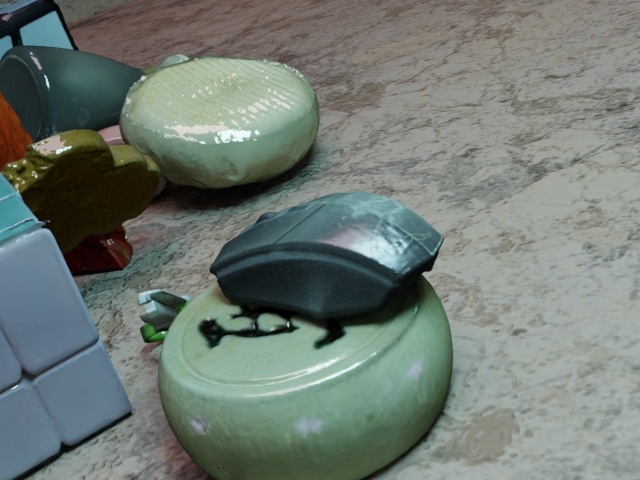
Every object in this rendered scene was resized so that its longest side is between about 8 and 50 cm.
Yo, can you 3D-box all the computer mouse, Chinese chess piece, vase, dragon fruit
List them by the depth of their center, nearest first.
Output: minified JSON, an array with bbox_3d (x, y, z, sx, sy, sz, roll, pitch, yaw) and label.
[{"bbox_3d":[-0.002,-0.001,0.737,0.231,0.071,0.126,7,34,43],"label":"computer mouse"},{"bbox_3d":[-0.013,0.099,0.747,0.250,0.101,0.250,-14,27,7],"label":"Chinese chess piece"},{"bbox_3d":[-0.321,-0.010,1.170,0.162,0.083,0.106,-9,26,22],"label":"dragon fruit"},{"bbox_3d":[-0.357,-0.241,1.465,0.173,0.173,0.321,9,17,42],"label":"vase"}]

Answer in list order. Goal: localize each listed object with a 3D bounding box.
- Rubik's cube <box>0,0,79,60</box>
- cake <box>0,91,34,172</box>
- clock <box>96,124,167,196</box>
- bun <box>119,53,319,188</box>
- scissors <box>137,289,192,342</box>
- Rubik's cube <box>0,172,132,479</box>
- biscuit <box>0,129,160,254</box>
[{"bbox_3d":[-0.589,-0.242,1.551,0.283,0.288,0.293,7,39,39],"label":"Rubik's cube"},{"bbox_3d":[-0.558,-0.066,1.177,0.320,0.270,0.269,-29,28,7],"label":"cake"},{"bbox_3d":[-0.311,-0.107,1.332,0.166,0.092,0.162,-16,30,4],"label":"clock"},{"bbox_3d":[-0.139,-0.155,1.243,0.287,0.146,0.287,-3,34,2],"label":"bun"},{"bbox_3d":[-0.139,0.070,0.840,0.101,0.027,0.204,-21,-10,-2],"label":"scissors"},{"bbox_3d":[-0.343,0.089,0.837,0.225,0.221,0.231,-28,28,-19],"label":"Rubik's cube"},{"bbox_3d":[-0.328,-0.037,1.008,0.320,0.183,0.047,-32,62,-25],"label":"biscuit"}]
